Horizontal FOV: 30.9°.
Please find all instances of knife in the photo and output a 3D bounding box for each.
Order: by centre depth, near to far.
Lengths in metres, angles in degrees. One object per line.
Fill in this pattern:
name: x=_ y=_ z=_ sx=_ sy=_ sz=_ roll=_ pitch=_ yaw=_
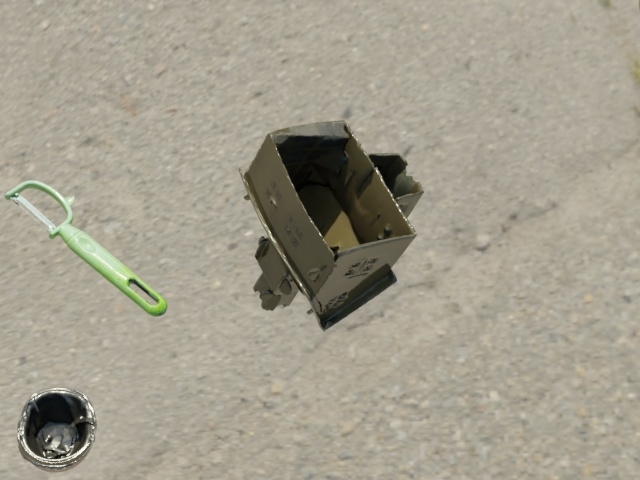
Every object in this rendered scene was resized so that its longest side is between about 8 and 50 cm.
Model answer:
knife: x=-0.233 y=0.005 z=1.196 sx=0.212 sy=0.015 sz=0.054 roll=39 pitch=51 yaw=13

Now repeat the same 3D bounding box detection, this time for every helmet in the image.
helmet: x=-0.220 y=0.169 z=0.968 sx=0.065 sy=0.049 sz=0.084 roll=5 pitch=44 yaw=-8

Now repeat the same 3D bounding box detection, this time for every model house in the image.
model house: x=0.000 y=0.000 z=1.476 sx=0.204 sy=0.243 sz=0.211 roll=-10 pitch=58 yaw=-35

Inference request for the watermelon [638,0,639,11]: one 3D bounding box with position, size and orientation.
watermelon: x=0.490 y=-0.334 z=1.590 sx=0.109 sy=0.109 sz=0.109 roll=7 pitch=77 yaw=-32
